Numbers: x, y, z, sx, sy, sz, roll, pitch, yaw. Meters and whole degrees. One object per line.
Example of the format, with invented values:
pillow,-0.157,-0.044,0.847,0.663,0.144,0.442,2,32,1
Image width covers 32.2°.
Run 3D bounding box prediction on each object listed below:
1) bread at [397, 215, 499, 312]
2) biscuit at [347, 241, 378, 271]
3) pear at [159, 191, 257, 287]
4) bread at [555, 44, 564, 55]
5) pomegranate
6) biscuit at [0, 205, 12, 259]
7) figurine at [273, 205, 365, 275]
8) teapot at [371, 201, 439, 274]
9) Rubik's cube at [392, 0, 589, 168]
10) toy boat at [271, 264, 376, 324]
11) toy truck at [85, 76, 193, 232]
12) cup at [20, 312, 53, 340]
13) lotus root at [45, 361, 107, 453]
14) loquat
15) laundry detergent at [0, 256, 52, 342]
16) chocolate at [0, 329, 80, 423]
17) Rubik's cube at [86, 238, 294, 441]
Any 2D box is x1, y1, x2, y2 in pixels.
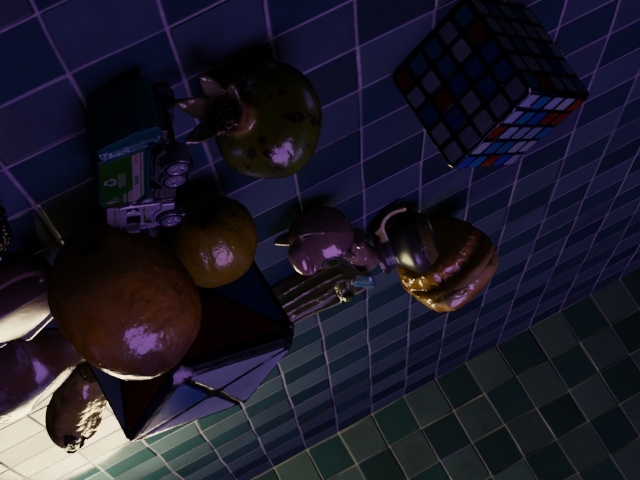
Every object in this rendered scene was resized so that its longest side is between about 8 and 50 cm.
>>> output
bread,0.264,0.047,2.317,0.198,0.236,0.120,-43,116,-4
biscuit,0.063,0.019,2.187,0.061,0.055,0.219,-29,160,12
pear,-0.170,-0.004,1.684,0.148,0.149,0.162,-28,156,-6
bread,0.348,-0.307,1.847,0.068,0.028,0.153,-42,158,29
pomegranate,-0.094,-0.160,1.426,0.220,0.156,0.156,7,140,-38
biscuit,-0.485,0.010,1.410,0.194,0.053,0.194,-25,163,-9
figurine,0.000,0.000,1.960,0.138,0.125,0.125,-1,147,-30
teapot,0.162,-0.005,2.202,0.119,0.130,0.166,-18,129,11
Rubik's cube,0.257,-0.232,1.672,0.187,0.184,0.182,-5,148,-48
toy boat,-0.027,0.113,2.253,0.276,0.084,0.111,-26,162,1
toy truck,-0.232,-0.105,1.418,0.124,0.114,0.253,-9,154,-16
cup,-0.433,0.110,1.722,0.083,0.054,0.075,-40,157,18
lotus root,-0.459,0.308,2.104,0.110,0.097,0.258,-19,150,-38
loquat,-0.270,0.084,1.545,0.193,0.238,0.238,-39,165,-26
laundry detergent,-0.465,0.086,1.540,0.171,0.076,0.237,-41,167,21
chocolate,-0.515,0.253,1.909,0.254,0.080,0.157,-40,158,26
Rubik's cube,-0.229,0.150,1.818,0.246,0.248,0.250,-13,153,-37
